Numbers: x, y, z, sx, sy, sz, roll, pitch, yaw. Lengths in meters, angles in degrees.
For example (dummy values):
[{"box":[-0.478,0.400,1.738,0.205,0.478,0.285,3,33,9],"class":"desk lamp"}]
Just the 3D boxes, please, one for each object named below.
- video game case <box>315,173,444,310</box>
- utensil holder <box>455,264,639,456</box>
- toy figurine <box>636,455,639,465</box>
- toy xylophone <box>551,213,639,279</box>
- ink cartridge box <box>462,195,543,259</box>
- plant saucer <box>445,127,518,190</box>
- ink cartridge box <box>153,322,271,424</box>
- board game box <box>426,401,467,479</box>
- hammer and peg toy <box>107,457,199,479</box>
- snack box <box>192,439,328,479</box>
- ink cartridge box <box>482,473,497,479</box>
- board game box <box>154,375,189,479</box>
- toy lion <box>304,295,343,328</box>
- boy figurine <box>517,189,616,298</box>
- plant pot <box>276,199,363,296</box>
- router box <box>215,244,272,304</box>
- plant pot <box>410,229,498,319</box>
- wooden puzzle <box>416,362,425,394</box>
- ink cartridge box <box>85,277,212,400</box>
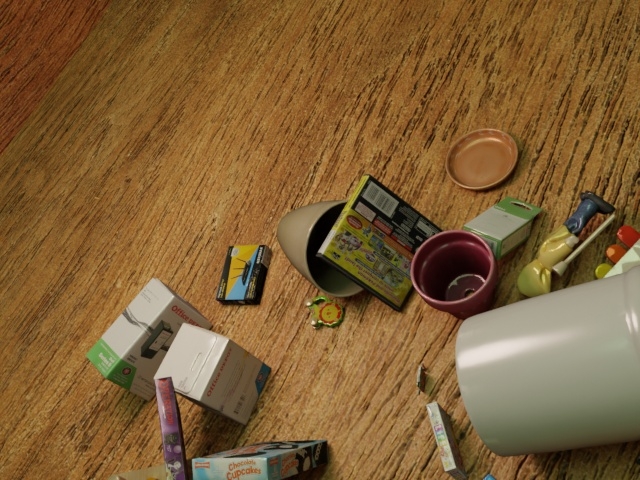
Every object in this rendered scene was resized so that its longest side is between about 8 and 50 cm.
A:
[{"box":[0.158,0.007,1.859,0.248,0.275,0.035,-59,21,-11],"class":"video game case"},{"box":[0.512,0.256,1.447,0.385,0.327,0.328,-21,52,32],"class":"utensil holder"},{"box":[0.709,0.443,1.339,0.209,0.213,0.148,-27,69,14],"class":"toy figurine"},{"box":[0.670,0.084,1.614,0.322,0.081,0.236,-38,74,0],"class":"toy xylophone"},{"box":[0.461,-0.034,1.823,0.109,0.062,0.209,25,40,36],"class":"ink cartridge box"},{"box":[0.445,-0.219,1.987,0.200,0.037,0.200,-13,57,21],"class":"plant saucer"},{"box":[-0.279,0.350,1.892,0.168,0.233,0.171,12,67,32],"class":"ink cartridge box"},{"box":[0.283,0.451,1.620,0.026,0.103,0.154,-23,54,14],"class":"board game box"},{"box":[-0.398,0.735,1.776,0.266,0.127,0.361,-15,55,8],"class":"hammer and peg toy"},{"box":[-0.129,0.508,1.665,0.187,0.322,0.060,-9,79,22],"class":"snack box"},{"box":[0.383,0.610,1.482,0.148,0.086,0.203,-47,51,-5],"class":"ink cartridge box"},{"box":[-0.337,0.519,1.690,0.056,0.208,0.347,-7,54,-14],"class":"board game box"},{"box":[0.014,0.193,1.968,0.096,0.034,0.100,-21,53,6],"class":"toy lion"},{"box":[0.572,0.017,1.704,0.092,0.177,0.285,35,93,8],"class":"boy figurine"},{"box":[0.000,0.000,1.974,0.256,0.256,0.274,-55,31,-11],"class":"plant pot"},{"box":[-0.227,0.102,2.137,0.133,0.046,0.179,-3,60,26],"class":"router box"},{"box":[0.340,0.101,1.755,0.201,0.180,0.201,-13,56,20],"class":"plant pot"},{"box":[0.244,0.334,1.745,0.006,0.049,0.083,-3,60,24],"class":"wooden puzzle"},{"box":[-0.481,0.281,2.054,0.121,0.211,0.289,33,80,38],"class":"ink cartridge box"}]
